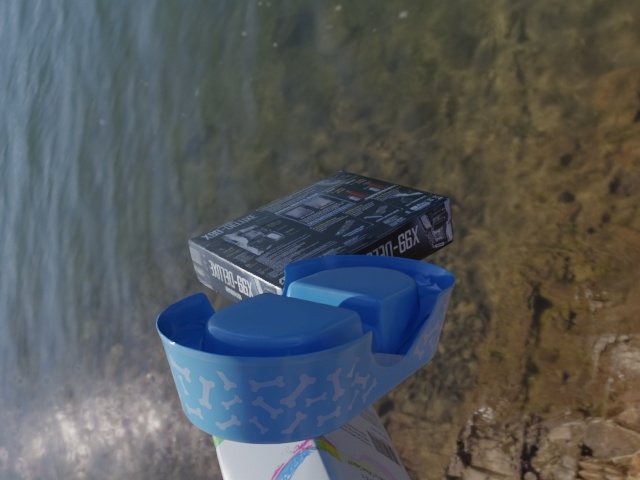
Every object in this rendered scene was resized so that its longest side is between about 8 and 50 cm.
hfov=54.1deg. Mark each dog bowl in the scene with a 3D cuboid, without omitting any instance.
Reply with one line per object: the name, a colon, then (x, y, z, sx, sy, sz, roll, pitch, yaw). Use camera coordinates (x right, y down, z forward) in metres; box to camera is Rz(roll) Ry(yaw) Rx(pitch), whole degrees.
dog bowl: (0.001, 0.078, 0.528, 0.166, 0.297, 0.074, 8, 104, 34)

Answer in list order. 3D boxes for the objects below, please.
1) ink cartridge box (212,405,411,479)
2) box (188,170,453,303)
ink cartridge box: (0.015, 0.268, 0.626, 0.117, 0.201, 0.278, -41, 40, 8)
box: (0.000, 0.000, 0.914, 0.242, 0.307, 0.076, 21, 130, 47)
